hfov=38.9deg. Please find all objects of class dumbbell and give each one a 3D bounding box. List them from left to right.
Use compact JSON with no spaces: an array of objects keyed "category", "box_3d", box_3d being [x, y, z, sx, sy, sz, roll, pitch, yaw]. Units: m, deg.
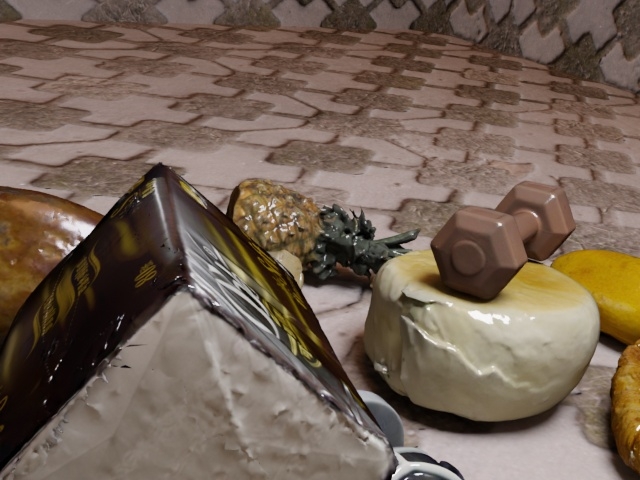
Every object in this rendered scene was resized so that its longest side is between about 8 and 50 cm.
[{"category":"dumbbell","box_3d":[0.197,-0.006,0.951,0.092,0.081,0.231,16,19,28]}]

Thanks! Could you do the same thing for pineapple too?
[{"category":"pineapple","box_3d":[0.000,0.001,1.162,0.248,0.128,0.128,12,21,-10]}]

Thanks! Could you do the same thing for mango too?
[{"category":"mango","box_3d":[0.396,0.072,1.157,0.227,0.109,0.147,23,28,32]}]

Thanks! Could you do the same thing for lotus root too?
[{"category":"lotus root","box_3d":[-0.323,0.037,0.879,0.291,0.193,0.193,12,22,-2]}]

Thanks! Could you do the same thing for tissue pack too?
[{"category":"tissue pack","box_3d":[-0.106,0.103,0.642,0.198,0.210,0.370,45,1,-19]}]

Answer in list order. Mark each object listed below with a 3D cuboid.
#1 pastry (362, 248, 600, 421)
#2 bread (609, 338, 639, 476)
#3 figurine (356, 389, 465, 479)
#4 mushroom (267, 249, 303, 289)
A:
[{"category":"pastry","box_3d":[0.167,0.092,0.976,0.265,0.133,0.265,8,21,-3]},{"category":"bread","box_3d":[0.345,0.182,0.910,0.105,0.075,0.233,2,27,11]},{"category":"figurine","box_3d":[0.060,0.215,0.637,0.176,0.132,0.236,-15,29,-29]},{"category":"mushroom","box_3d":[-0.145,0.020,1.073,0.278,0.096,0.099,22,-6,24]}]
